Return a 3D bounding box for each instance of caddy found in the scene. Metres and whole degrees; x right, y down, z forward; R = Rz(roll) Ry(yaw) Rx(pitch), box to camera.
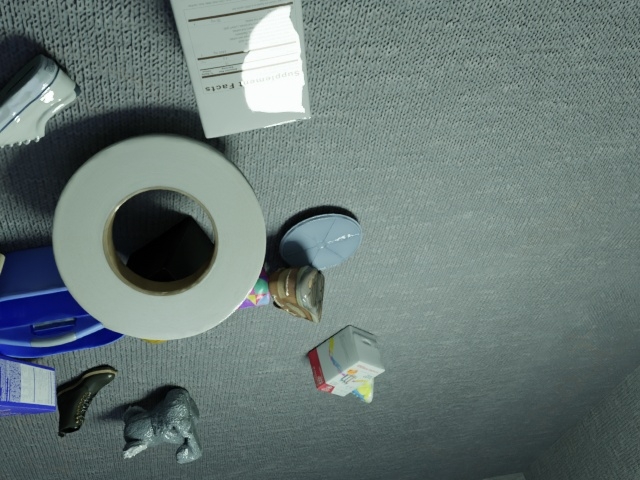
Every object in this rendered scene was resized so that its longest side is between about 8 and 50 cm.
[{"bbox_3d":[-0.571,0.147,1.399,0.341,0.179,0.241,-9,143,-9],"label":"caddy"}]

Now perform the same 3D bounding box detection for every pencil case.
[{"bbox_3d":[-0.237,0.126,1.558,0.236,0.104,0.104,-9,142,-8],"label":"pencil case"}]

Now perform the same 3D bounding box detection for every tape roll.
[{"bbox_3d":[-0.296,-0.004,1.217,0.391,0.072,0.392,-2,104,-9],"label":"tape roll"}]

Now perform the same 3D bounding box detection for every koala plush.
[{"bbox_3d":[-0.490,0.556,1.951,0.221,0.196,0.203,-13,131,-3],"label":"koala plush"}]

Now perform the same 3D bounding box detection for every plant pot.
[{"bbox_3d":[-0.310,0.095,1.376,0.187,0.167,0.188,-31,107,18],"label":"plant pot"}]

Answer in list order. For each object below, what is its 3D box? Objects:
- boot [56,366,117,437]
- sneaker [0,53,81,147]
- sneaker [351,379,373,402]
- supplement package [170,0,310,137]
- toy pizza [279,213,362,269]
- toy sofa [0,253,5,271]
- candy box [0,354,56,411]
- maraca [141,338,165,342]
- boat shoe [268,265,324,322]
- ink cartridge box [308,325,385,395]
[{"bbox_3d":[-0.637,0.442,1.780,0.197,0.137,0.077,-31,140,18],"label":"boot"},{"bbox_3d":[-0.502,-0.191,1.066,0.258,0.094,0.091,-32,135,19],"label":"sneaker"},{"bbox_3d":[0.111,0.460,2.132,0.126,0.091,0.240,2,143,6],"label":"sneaker"},{"bbox_3d":[-0.122,-0.328,0.959,0.175,0.178,0.293,-12,143,-6],"label":"supplement package"},{"bbox_3d":[0.000,0.000,1.537,0.201,0.032,0.201,-10,141,-8],"label":"toy pizza"},{"bbox_3d":[-0.799,0.088,1.223,0.362,0.150,0.177,-4,143,0],"label":"toy sofa"},{"bbox_3d":[-0.802,0.346,1.503,0.268,0.122,0.317,-5,163,-1],"label":"candy box"},{"bbox_3d":[-0.403,0.205,1.602,0.127,0.099,0.186,13,163,4],"label":"maraca"},{"bbox_3d":[-0.057,0.127,1.594,0.116,0.123,0.324,4,161,8],"label":"boat shoe"},{"bbox_3d":[0.078,0.361,1.940,0.176,0.127,0.128,-39,137,26],"label":"ink cartridge box"}]
